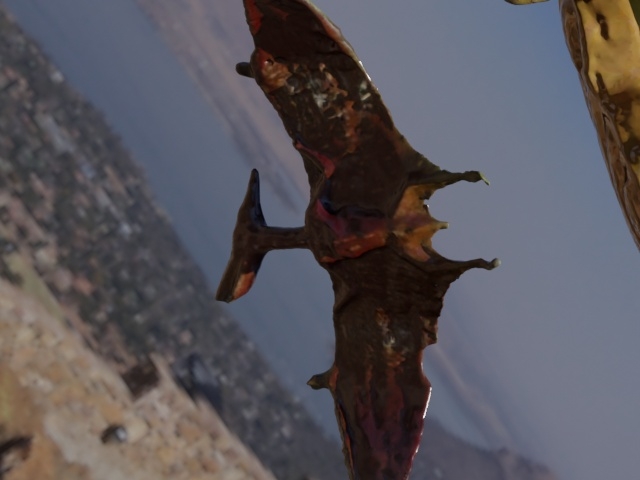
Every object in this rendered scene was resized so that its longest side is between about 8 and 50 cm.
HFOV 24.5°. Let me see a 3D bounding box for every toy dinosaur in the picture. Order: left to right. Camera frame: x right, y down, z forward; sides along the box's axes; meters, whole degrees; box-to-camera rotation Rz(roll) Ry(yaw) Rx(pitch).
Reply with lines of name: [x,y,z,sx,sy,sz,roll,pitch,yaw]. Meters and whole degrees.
toy dinosaur: [0.006,-0.006,0.900,0.206,0.327,0.113,23,30,23]

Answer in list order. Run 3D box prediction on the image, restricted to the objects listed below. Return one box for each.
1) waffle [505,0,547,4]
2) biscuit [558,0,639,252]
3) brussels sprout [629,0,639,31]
waffle: [0.198,-0.327,0.884,0.114,0.261,0.376,-78,159,-49]
biscuit: [0.249,-0.078,1.155,0.351,0.057,0.312,-8,79,-77]
brussels sprout: [0.321,-0.293,1.357,0.294,0.227,0.259,11,43,-17]
